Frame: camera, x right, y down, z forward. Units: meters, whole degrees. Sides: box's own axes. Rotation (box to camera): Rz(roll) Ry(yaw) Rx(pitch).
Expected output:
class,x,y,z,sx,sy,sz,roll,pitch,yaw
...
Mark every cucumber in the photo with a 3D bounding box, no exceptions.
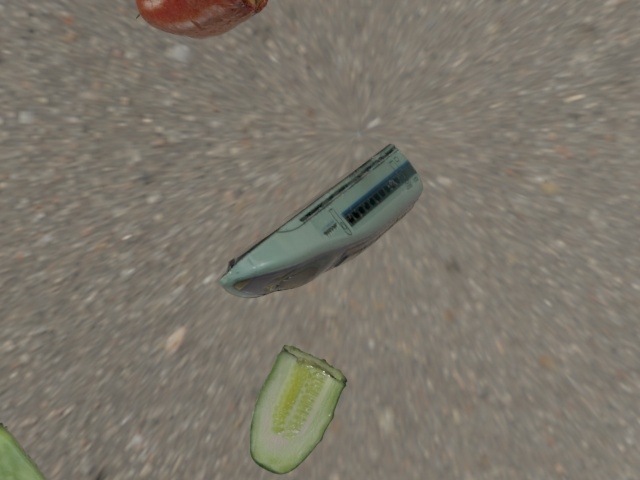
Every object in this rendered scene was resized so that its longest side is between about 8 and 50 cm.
class,x,y,z,sx,sy,sz,roll,pitch,yaw
cucumber,-0.024,0.146,1.702,0.067,0.035,0.107,26,107,-1

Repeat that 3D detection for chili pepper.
class,x,y,z,sx,sy,sz,roll,pitch,yaw
chili pepper,-0.103,-0.201,1.567,0.084,0.192,0.086,35,66,-22

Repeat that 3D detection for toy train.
class,x,y,z,sx,sy,sz,roll,pitch,yaw
toy train,0.000,0.000,1.249,0.055,0.252,0.048,-36,91,28

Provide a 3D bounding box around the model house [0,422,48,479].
class,x,y,z,sx,sy,sz,roll,pitch,yaw
model house,-0.204,0.247,1.185,0.189,0.195,0.214,45,76,3
